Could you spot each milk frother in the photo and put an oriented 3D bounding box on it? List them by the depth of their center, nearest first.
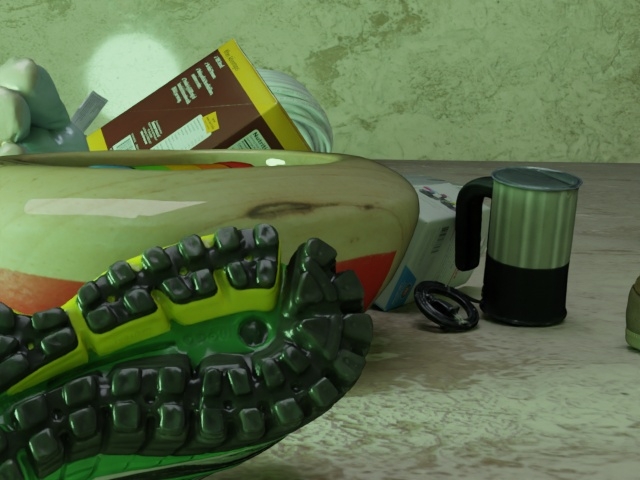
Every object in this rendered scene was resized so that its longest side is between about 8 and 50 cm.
[{"bbox_3d":[0.163,0.008,1.007,0.129,0.134,0.143,11,19,26],"label":"milk frother"}]

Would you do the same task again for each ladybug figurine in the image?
[{"bbox_3d":[-0.117,0.015,0.856,0.449,0.162,0.305,-5,11,-38],"label":"ladybug figurine"}]

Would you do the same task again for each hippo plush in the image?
[{"bbox_3d":[-0.449,-0.118,1.476,0.237,0.234,0.294,-9,28,20],"label":"hippo plush"}]

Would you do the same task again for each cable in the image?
[{"bbox_3d":[-0.110,-0.122,1.535,0.257,0.257,0.089,-13,47,-21],"label":"cable"}]

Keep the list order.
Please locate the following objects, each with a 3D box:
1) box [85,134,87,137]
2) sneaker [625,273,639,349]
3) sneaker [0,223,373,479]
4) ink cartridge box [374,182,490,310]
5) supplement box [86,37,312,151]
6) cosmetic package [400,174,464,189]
[{"bbox_3d":[-0.452,-0.104,1.732,0.158,0.093,0.156,-2,-13,-15],"label":"box"},{"bbox_3d":[0.341,0.064,0.880,0.188,0.071,0.066,5,9,29],"label":"sneaker"},{"bbox_3d":[-0.147,0.097,0.537,0.344,0.134,0.146,-8,-26,-15],"label":"sneaker"},{"bbox_3d":[0.111,0.001,1.129,0.061,0.104,0.181,35,24,26],"label":"ink cartridge box"},{"bbox_3d":[-0.116,-0.078,1.128,0.194,0.129,0.191,-34,34,1],"label":"supplement box"},{"bbox_3d":[0.131,-0.053,1.632,0.117,0.085,0.231,-1,10,-14],"label":"cosmetic package"}]
